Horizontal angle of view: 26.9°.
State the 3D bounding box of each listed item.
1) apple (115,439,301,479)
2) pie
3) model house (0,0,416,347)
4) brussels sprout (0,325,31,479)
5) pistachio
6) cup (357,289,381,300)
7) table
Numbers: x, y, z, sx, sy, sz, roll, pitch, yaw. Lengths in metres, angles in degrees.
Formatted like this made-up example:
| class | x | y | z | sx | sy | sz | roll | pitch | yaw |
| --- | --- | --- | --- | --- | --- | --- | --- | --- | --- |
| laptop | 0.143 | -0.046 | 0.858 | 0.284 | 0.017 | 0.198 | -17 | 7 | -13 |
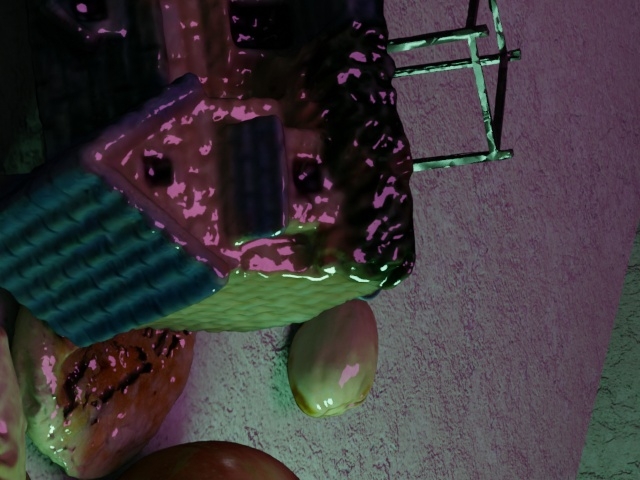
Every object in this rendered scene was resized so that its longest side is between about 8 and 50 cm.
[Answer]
| class | x | y | z | sx | sy | sz | roll | pitch | yaw |
| --- | --- | --- | --- | --- | --- | --- | --- | --- | --- |
| apple | -0.150 | 0.405 | 1.692 | 0.319 | 0.277 | 0.319 | 25 | 61 | -58 |
| pie | -0.262 | 0.127 | 1.651 | 0.339 | 0.077 | 0.339 | -12 | 104 | -59 |
| model house | -0.172 | -0.129 | 1.436 | 0.400 | 0.395 | 0.445 | 2 | 78 | -31 |
| brussels sprout | -0.388 | 0.215 | 1.258 | 0.274 | 0.243 | 0.316 | -34 | 134 | -61 |
| pistachio | 0.020 | 0.184 | 2.110 | 0.144 | 0.144 | 0.215 | 61 | 34 | -44 |
| cup | 0.000 | 0.000 | 2.004 | 0.300 | 0.173 | 0.167 | -31 | 121 | -55 |
| table | 0.150 | -0.280 | 2.053 | 0.335 | 0.272 | 0.222 | -76 | 153 | -54 |
